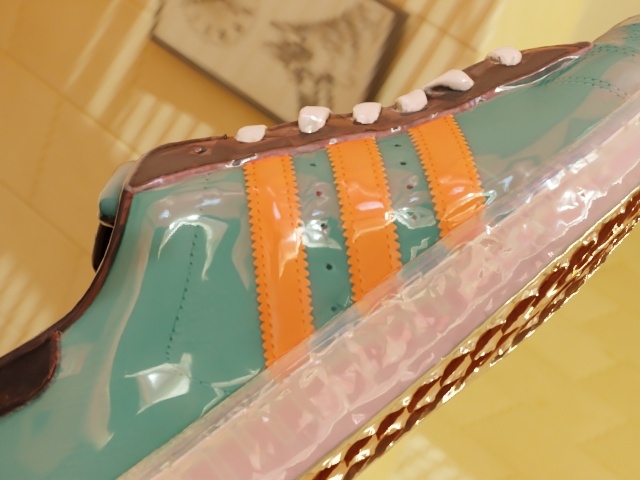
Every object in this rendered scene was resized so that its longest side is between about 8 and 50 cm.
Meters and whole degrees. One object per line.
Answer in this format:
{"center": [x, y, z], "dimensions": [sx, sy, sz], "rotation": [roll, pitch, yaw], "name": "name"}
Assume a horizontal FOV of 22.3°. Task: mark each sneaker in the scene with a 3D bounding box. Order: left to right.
{"center": [0.000, 0.000, 0.500], "dimensions": [0.302, 0.121, 0.108], "rotation": [-36, -15, -21], "name": "sneaker"}
